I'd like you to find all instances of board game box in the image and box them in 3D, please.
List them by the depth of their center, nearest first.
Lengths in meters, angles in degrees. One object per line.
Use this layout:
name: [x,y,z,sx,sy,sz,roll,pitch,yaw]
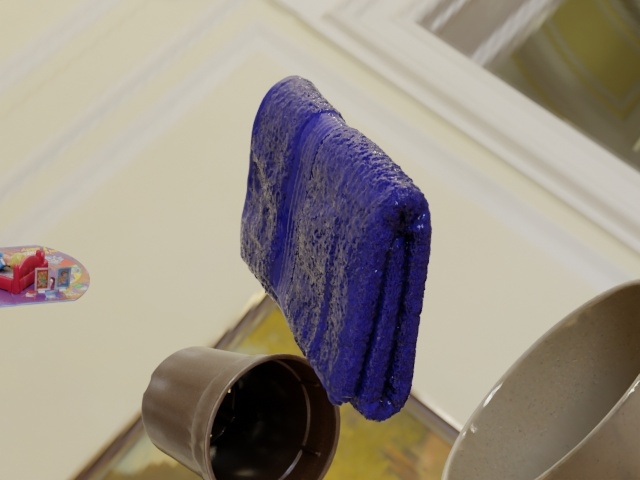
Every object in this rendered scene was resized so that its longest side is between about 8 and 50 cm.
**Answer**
board game box: [-0.310,0.021,1.329,0.169,0.133,0.033,-4,-64,-25]

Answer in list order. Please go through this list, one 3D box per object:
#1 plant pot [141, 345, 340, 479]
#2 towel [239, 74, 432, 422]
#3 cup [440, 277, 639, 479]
plant pot: [-0.093,0.187,1.425,0.167,0.165,0.166,-6,-80,-36]
towel: [0.000,0.000,1.245,0.076,0.308,0.227,-5,-64,-21]
cup: [0.327,0.237,1.450,0.331,0.237,0.331,-45,9,9]
